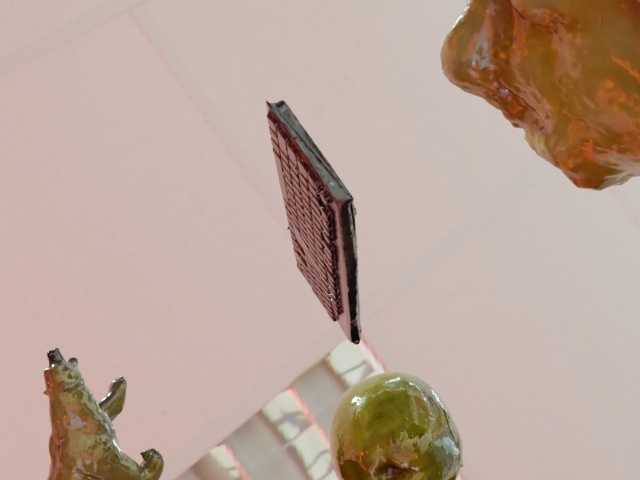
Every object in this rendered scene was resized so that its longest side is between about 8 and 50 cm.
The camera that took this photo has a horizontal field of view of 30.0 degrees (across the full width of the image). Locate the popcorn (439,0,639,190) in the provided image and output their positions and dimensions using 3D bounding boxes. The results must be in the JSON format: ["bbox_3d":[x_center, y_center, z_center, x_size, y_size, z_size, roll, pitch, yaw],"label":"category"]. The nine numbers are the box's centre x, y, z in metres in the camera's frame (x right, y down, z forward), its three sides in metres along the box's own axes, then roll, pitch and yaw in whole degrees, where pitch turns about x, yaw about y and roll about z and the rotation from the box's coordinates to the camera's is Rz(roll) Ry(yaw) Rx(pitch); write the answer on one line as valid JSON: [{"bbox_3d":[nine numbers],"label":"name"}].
[{"bbox_3d":[0.222,-0.167,0.719,0.325,0.290,0.321,-48,-40,-58],"label":"popcorn"}]

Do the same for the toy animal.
[{"bbox_3d":[-0.208,0.206,1.056,0.101,0.103,0.218,5,-78,-41],"label":"toy animal"}]

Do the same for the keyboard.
[{"bbox_3d":[0.000,0.000,0.748,0.017,0.250,0.087,-30,-110,-9],"label":"keyboard"}]

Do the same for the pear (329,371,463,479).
[{"bbox_3d":[0.058,0.156,0.924,0.107,0.131,0.107,0,-83,2],"label":"pear"}]
